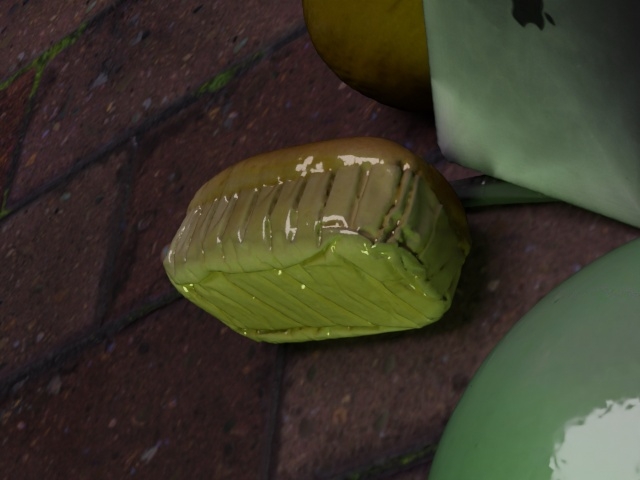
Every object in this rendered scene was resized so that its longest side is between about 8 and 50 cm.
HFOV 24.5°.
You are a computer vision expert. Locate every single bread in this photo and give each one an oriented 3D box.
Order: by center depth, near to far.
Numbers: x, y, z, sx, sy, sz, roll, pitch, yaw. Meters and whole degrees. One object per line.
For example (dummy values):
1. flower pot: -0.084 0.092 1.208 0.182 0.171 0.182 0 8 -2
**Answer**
1. bread: 0.000 0.000 1.041 0.236 0.140 0.106 -9 51 45

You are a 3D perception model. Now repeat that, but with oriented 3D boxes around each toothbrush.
1. toothbrush: 0.112 -0.036 1.033 0.297 0.030 0.031 -4 50 51

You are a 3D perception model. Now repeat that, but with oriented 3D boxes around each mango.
1. mango: 0.090 -0.197 1.047 0.331 0.142 0.195 -17 86 66

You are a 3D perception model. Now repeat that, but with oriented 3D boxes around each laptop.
1. laptop: 0.131 -0.144 0.896 0.015 0.269 0.187 -30 37 -32

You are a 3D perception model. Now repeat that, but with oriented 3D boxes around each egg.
1. egg: 0.166 0.115 0.657 0.270 0.220 0.220 -49 33 -5
